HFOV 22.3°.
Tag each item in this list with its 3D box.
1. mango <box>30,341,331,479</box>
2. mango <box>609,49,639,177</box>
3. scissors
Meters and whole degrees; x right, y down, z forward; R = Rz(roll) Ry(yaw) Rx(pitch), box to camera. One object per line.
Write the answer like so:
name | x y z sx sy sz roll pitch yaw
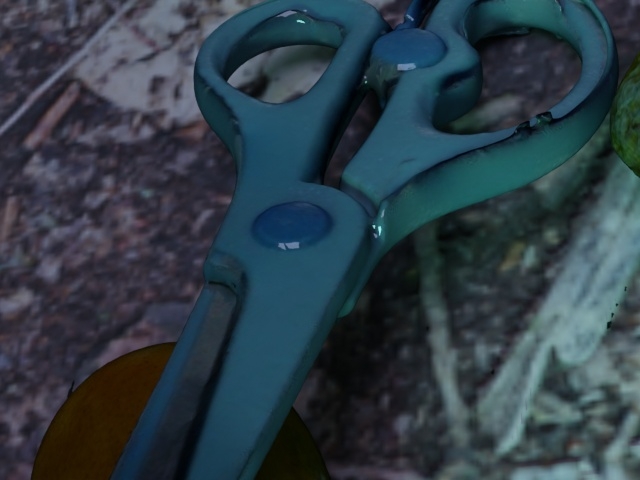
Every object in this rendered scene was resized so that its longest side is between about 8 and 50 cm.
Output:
mango | -0.043 0.112 0.574 0.111 0.089 0.163 -34 60 6
mango | 0.234 -0.016 0.538 0.193 0.146 0.316 -45 41 -14
scissors | 0.000 0.001 0.592 0.180 0.032 0.393 3 38 19
